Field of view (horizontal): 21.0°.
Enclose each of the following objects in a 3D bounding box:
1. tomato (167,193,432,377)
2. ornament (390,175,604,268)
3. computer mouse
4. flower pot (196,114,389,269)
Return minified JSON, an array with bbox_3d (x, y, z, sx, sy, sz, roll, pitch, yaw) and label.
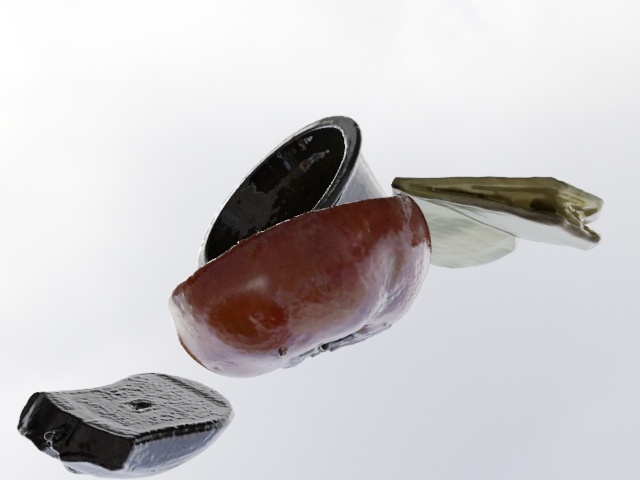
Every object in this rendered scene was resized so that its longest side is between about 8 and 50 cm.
[{"bbox_3d":[-0.009,0.050,1.475,0.236,0.237,0.095,-21,-103,-11],"label":"tomato"},{"bbox_3d":[0.134,-0.026,1.527,0.201,0.180,0.059,-10,-114,51],"label":"ornament"},{"bbox_3d":[-0.196,0.202,1.773,0.147,0.088,0.264,21,-168,34],"label":"computer mouse"},{"bbox_3d":[0.000,0.000,1.831,0.235,0.148,0.235,-39,-156,21],"label":"flower pot"}]
